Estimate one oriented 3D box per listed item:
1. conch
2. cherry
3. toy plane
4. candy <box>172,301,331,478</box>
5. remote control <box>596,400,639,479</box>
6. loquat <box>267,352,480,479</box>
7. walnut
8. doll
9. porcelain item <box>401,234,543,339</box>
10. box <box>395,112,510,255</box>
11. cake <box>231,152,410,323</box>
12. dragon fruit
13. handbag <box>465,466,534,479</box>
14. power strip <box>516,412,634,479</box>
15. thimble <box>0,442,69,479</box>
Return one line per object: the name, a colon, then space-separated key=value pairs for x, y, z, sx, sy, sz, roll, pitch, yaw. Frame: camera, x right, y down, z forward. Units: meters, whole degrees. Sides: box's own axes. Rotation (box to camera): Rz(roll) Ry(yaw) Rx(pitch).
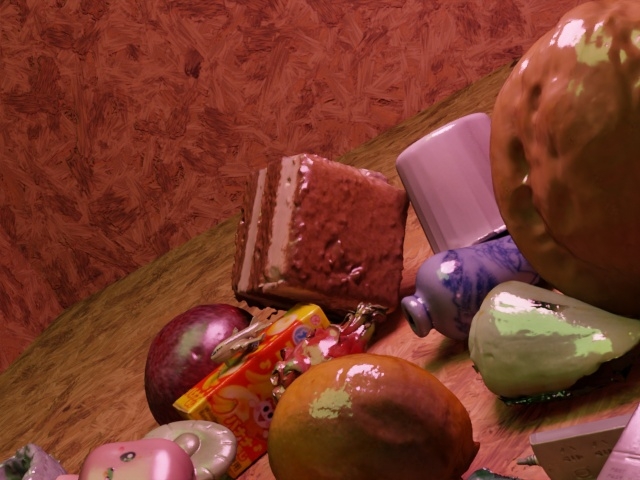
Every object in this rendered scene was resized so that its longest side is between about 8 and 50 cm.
conch: x=0.279 y=0.137 z=1.151 sx=0.143 sy=0.137 sz=0.250 roll=-11 pitch=21 yaw=-31
cherry: x=-0.212 y=0.235 z=1.708 sx=0.230 sy=0.203 sz=0.300 roll=-20 pitch=32 yaw=37
toy plane: x=-0.127 y=0.161 z=1.494 sx=0.111 sy=0.040 sz=0.102 roll=-41 pitch=16 yaw=-24
candy: x=-0.084 y=0.238 z=1.521 sx=0.276 sy=0.146 sz=0.088 roll=-37 pitch=15 yaw=-19
remote control: x=0.326 y=0.160 z=0.864 sx=0.245 sy=0.022 sz=0.077 roll=-51 pitch=21 yaw=-26
loquat: x=0.054 y=0.229 z=1.064 sx=0.238 sy=0.238 sz=0.193 roll=-22 pitch=25 yaw=38
walnut: x=0.399 y=-0.119 z=1.191 sx=0.383 sy=0.384 sz=0.383 roll=-31 pitch=14 yaw=8
doll: x=-0.244 y=0.387 z=1.334 sx=0.268 sy=0.216 sz=0.284 roll=-9 pitch=41 yaw=7
porcelain item: x=0.246 y=0.060 z=1.421 sx=0.259 sy=0.141 sz=0.141 roll=-27 pitch=12 yaw=-10
box: x=0.246 y=-0.083 z=1.611 sx=0.262 sy=0.206 sz=0.291 roll=-23 pitch=-7 yaw=-19
cake: x=0.000 y=0.000 z=1.705 sx=0.290 sy=0.255 sz=0.282 roll=-17 pitch=62 yaw=60
dragon fruit: x=0.026 y=0.191 z=1.448 sx=0.236 sy=0.137 sz=0.135 roll=-36 pitch=17 yaw=-22
handbag: x=0.120 y=0.313 z=0.788 sx=0.274 sy=0.100 sz=0.268 roll=-43 pitch=6 yaw=-14
power strip: x=0.302 y=0.203 z=0.935 sx=0.252 sy=0.060 sz=0.027 roll=-23 pitch=17 yaw=37
thimble: x=-0.519 y=0.480 z=1.621 sx=0.204 sy=0.172 sz=0.250 roll=-21 pitch=20 yaw=25
